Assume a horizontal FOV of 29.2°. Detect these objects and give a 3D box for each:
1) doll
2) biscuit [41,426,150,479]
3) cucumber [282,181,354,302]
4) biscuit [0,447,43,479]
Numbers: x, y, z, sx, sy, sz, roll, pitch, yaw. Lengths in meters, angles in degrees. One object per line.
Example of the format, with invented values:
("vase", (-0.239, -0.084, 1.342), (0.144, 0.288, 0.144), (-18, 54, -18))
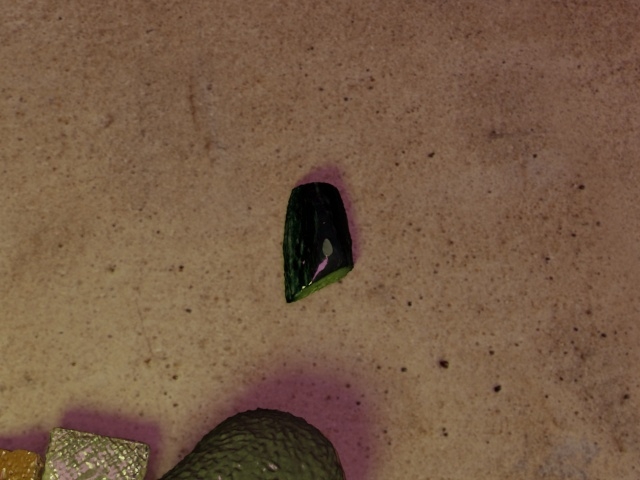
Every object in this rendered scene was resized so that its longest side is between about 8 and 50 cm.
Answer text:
("doll", (-0.124, 0.380, 1.709), (0.350, 0.247, 0.247), (-26, 80, -49))
("biscuit", (-0.335, 0.392, 1.729), (0.147, 0.046, 0.249), (14, 72, -10))
("cucumber", (0.000, 0.000, 1.960), (0.115, 0.085, 0.192), (2, 66, -12))
("biscuit", (-0.463, 0.401, 1.705), (0.131, 0.025, 0.230), (3, 69, 20))
